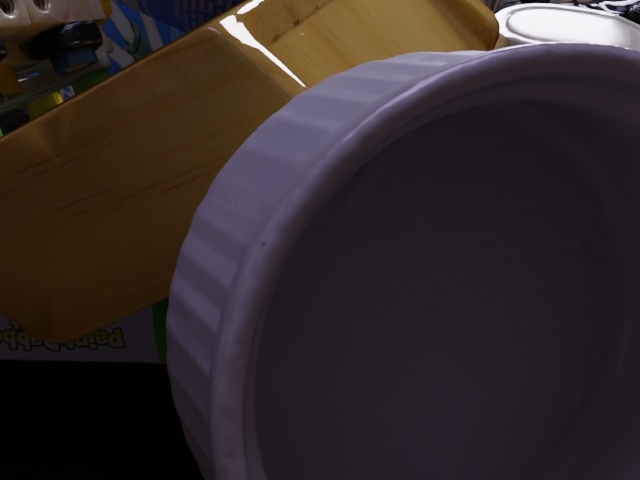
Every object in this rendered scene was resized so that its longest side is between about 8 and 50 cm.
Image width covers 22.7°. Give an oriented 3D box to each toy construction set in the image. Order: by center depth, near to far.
[{"bbox_3d":[-0.265,-0.119,1.109,0.215,0.151,0.328,-20,14,32],"label":"toy construction set"}]

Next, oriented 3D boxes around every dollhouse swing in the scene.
[{"bbox_3d":[0.000,0.000,0.976,0.315,0.305,0.347,-26,11,23],"label":"dollhouse swing"}]

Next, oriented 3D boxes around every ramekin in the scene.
[{"bbox_3d":[0.066,0.047,0.691,0.277,0.277,0.135,-10,15,-20],"label":"ramekin"}]

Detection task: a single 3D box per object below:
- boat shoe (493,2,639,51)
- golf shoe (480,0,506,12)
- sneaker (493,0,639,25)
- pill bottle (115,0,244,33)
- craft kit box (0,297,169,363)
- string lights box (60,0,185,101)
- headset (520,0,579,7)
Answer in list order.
[{"bbox_3d":[0.262,-0.089,1.105,0.305,0.091,0.109,13,31,11],"label":"boat shoe"},{"bbox_3d":[0.114,-0.237,1.654,0.306,0.115,0.140,-5,45,-15],"label":"golf shoe"},{"bbox_3d":[0.247,-0.187,1.515,0.227,0.087,0.130,8,25,30],"label":"sneaker"},{"bbox_3d":[-0.038,-0.209,1.193,0.272,0.152,0.152,26,29,13],"label":"pill bottle"},{"bbox_3d":[-0.160,0.007,1.090,0.246,0.061,0.250,3,22,5],"label":"craft kit box"},{"bbox_3d":[-0.137,-0.157,1.393,0.076,0.133,0.259,-21,28,-34],"label":"string lights box"},{"bbox_3d":[0.122,-0.147,1.282,0.243,0.185,0.394,9,35,23],"label":"headset"}]
